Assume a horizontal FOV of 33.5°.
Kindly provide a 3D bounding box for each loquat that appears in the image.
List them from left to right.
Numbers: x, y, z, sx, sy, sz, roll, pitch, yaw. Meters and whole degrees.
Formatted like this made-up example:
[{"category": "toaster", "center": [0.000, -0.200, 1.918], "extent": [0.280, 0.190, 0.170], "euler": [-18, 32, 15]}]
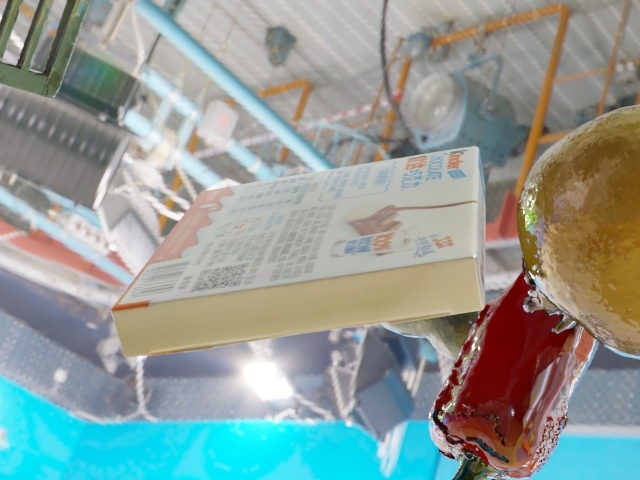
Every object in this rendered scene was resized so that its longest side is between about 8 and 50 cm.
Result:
[{"category": "loquat", "center": [0.188, -0.005, 0.610], "extent": [0.163, 0.137, 0.163], "euler": [-2, -46, -2]}]

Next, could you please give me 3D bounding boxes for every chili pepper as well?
[{"category": "chili pepper", "center": [0.180, 0.086, 0.884], "extent": [0.110, 0.387, 0.110], "euler": [30, -16, 10]}]

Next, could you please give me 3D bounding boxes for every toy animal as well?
[{"category": "toy animal", "center": [0.160, 0.097, 1.340], "extent": [0.251, 0.125, 0.127], "euler": [46, -36, 27]}]

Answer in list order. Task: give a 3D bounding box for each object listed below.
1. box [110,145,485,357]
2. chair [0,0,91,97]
[{"category": "box", "center": [0.000, 0.000, 0.852], "extent": [0.265, 0.273, 0.048], "euler": [-9, -71, 13]}, {"category": "chair", "center": [-0.214, -0.255, 0.885], "extent": [0.136, 0.270, 0.147], "euler": [16, 3, -41]}]
